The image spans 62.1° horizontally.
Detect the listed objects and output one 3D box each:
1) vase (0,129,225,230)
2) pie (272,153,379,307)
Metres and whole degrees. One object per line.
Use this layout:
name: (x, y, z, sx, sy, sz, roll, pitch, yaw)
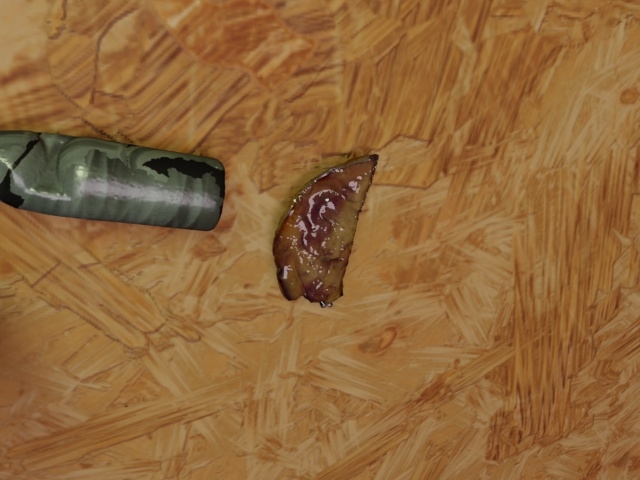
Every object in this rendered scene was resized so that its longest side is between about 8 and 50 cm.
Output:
vase: (-0.176, -0.046, 0.374, 0.211, 0.060, 0.060, 7, 118, -25)
pie: (0.000, 0.000, 0.497, 0.092, 0.034, 0.170, -7, 125, -24)
